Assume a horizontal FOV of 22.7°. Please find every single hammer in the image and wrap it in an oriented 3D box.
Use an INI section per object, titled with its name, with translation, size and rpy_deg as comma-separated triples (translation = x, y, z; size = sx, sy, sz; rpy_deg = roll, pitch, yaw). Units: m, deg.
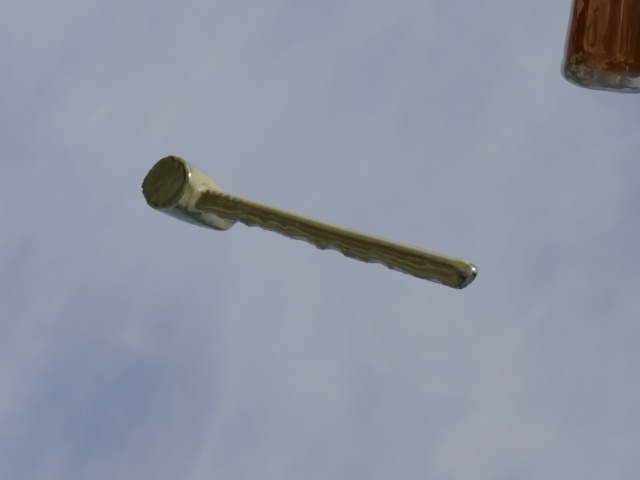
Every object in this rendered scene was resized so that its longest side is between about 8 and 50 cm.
[hammer]
translation = 0.000, 0.000, 0.729
size = 0.195, 0.060, 0.028
rpy_deg = 18, -98, 43

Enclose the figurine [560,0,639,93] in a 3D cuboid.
[figurine]
translation = 0.083, -0.158, 0.297
size = 0.143, 0.143, 0.271
rpy_deg = 33, -44, 54
